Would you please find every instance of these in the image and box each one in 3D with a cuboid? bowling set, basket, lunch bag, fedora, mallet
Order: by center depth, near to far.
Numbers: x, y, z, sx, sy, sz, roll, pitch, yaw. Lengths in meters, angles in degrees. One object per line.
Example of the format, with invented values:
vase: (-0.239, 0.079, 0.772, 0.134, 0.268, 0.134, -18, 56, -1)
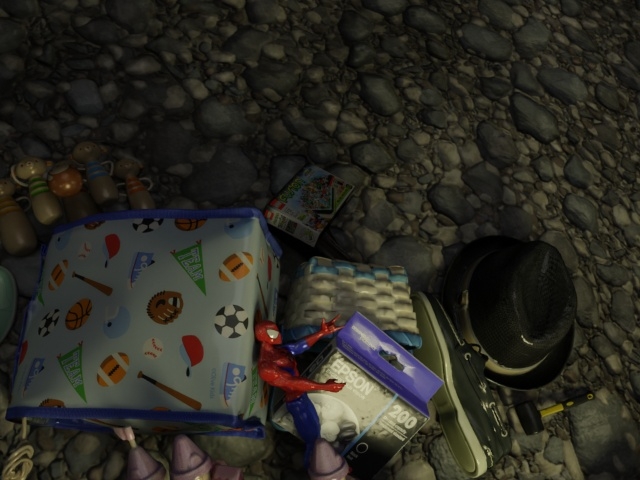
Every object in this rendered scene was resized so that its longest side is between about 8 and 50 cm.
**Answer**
lunch bag: (-0.270, 0.131, 0.982, 0.386, 0.239, 0.327, -1, 66, 8)
basket: (0.048, 0.184, 1.077, 0.255, 0.201, 0.288, 10, 67, -16)
bowling set: (-0.425, -0.109, 1.078, 0.287, 0.200, 0.154, -19, 70, -27)
mallet: (0.466, 0.335, 1.230, 0.190, 0.039, 0.062, -3, 67, -22)
fedora: (0.402, 0.119, 1.240, 0.334, 0.152, 0.333, 6, 65, -14)

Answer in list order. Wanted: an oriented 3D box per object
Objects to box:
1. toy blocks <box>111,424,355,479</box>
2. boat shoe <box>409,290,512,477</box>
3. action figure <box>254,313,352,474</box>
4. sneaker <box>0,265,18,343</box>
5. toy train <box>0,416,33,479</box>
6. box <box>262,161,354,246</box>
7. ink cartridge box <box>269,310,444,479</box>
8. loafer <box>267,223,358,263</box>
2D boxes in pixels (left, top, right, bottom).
toy blocks: (-0.132, 0.359, 0.774, 0.309, 0.289, 0.259, -34, 114, -57)
boat shoe: (0.259, 0.245, 1.152, 0.113, 0.127, 0.339, -15, 74, -19)
action figure: (0.005, 0.223, 0.896, 0.139, 0.091, 0.280, -25, 102, 6)
sneaker: (-0.542, 0.132, 0.952, 0.094, 0.151, 0.255, 18, 61, -6)
toy train: (-0.390, 0.363, 0.795, 0.105, 0.143, 0.247, 15, 82, -37)
box: (-0.019, -0.074, 1.212, 0.114, 0.036, 0.207, 28, 36, 5)
ink cartridge box: (0.065, 0.249, 0.984, 0.206, 0.045, 0.208, 39, 94, -18)
loafer: (0.000, 0.000, 1.214, 0.220, 0.080, 0.078, 39, 60, 4)
